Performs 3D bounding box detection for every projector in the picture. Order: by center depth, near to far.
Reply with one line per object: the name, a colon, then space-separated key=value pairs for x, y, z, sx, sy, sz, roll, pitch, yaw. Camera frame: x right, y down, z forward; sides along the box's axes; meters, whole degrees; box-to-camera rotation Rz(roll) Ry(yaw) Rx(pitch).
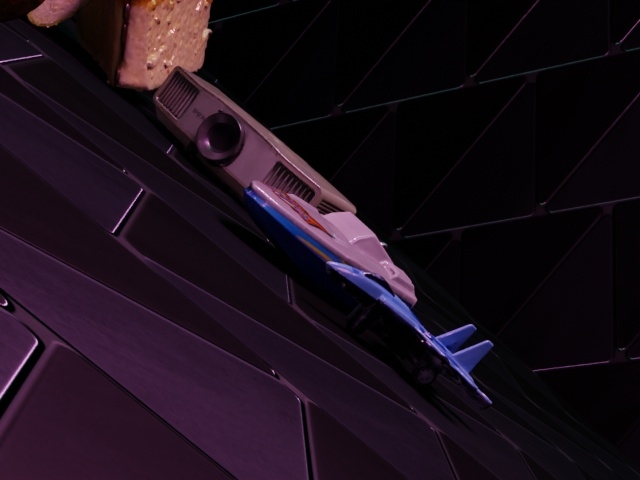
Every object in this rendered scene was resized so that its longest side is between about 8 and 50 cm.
projector: x=-0.093 y=-0.105 z=2.045 sx=0.269 sy=0.088 sz=0.193 roll=41 pitch=6 yaw=22

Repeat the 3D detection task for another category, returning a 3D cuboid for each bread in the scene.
bread: x=-0.255 y=-0.344 z=2.096 sx=0.198 sy=0.263 sz=0.236 roll=10 pitch=19 yaw=8

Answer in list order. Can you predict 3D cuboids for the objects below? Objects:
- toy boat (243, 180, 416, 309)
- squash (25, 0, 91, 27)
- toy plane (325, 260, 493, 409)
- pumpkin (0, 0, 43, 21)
toy boat: x=0.000 y=0.000 z=1.796 sx=0.129 sy=0.088 sz=0.295 roll=44 pitch=5 yaw=37
squash: x=-0.386 y=-0.390 z=2.025 sx=0.247 sy=0.132 sz=0.132 roll=45 pitch=6 yaw=20
toy plane: x=0.083 y=0.092 z=1.703 sx=0.246 sy=0.078 sz=0.169 roll=29 pitch=10 yaw=-35
pumpkin: x=-0.343 y=-0.319 z=1.602 sx=0.219 sy=0.162 sz=0.219 roll=43 pitch=7 yaw=-7
